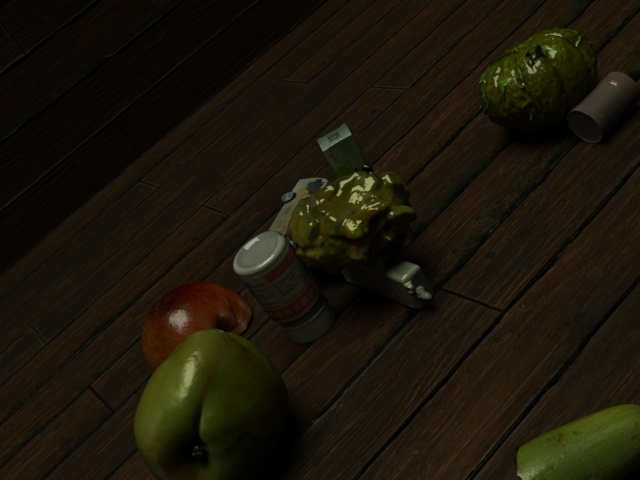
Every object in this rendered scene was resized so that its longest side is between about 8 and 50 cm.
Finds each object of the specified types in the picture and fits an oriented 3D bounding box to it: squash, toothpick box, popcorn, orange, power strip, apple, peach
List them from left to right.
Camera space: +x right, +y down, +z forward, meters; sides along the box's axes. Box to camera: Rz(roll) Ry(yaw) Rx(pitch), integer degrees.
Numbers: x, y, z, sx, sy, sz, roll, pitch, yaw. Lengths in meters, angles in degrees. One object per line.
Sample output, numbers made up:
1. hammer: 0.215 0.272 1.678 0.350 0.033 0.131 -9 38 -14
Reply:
1. apple: -0.335 0.206 2.117 0.251 0.163 0.293 -9 39 39
2. peach: -0.206 0.343 1.666 0.314 0.281 0.315 -66 -6 13
3. popcorn: 0.073 -0.041 1.831 0.286 0.215 0.252 -33 23 -7
4. power strip: 0.142 0.078 1.898 0.058 0.098 0.338 -41 30 -18
5. orange: 0.531 -0.381 2.064 0.300 0.223 0.301 -37 12 -38
6. squash: 0.418 0.308 1.272 0.287 0.137 0.137 -33 29 -10
7. toothpick box: 0.660 -0.310 1.957 0.149 0.098 0.098 -43 31 -15

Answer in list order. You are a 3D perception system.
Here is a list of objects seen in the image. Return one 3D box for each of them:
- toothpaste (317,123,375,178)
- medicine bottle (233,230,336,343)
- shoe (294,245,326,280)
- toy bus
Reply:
1. toothpaste: 0.109 -0.117 1.976 0.081 0.336 0.067 -30 33 5
2. medicine bottle: -0.078 0.109 1.915 0.144 0.252 0.144 -24 34 17
3. shoe: 0.000 0.000 2.130 0.114 0.137 0.291 15 36 0
4. toy bus: -0.066 -0.035 2.271 0.138 0.097 0.342 -6 40 36
